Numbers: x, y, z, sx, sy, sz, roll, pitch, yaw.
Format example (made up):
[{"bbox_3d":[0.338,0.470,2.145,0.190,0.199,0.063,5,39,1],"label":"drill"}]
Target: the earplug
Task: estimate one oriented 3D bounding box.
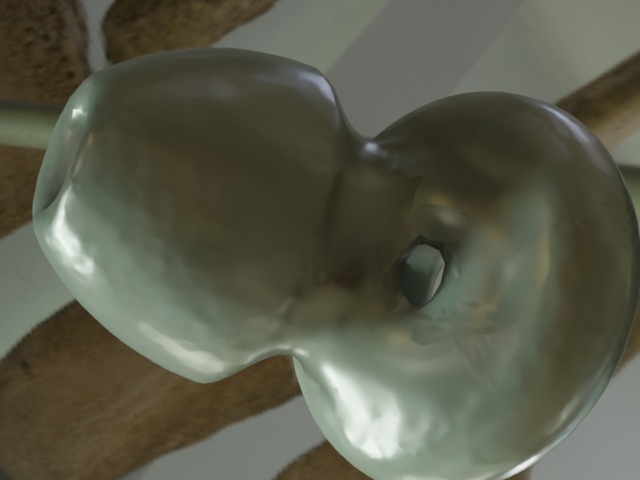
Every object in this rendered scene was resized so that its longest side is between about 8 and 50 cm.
[{"bbox_3d":[0.004,0.002,0.704,0.214,0.325,0.175,-71,-20,-5],"label":"earplug"}]
